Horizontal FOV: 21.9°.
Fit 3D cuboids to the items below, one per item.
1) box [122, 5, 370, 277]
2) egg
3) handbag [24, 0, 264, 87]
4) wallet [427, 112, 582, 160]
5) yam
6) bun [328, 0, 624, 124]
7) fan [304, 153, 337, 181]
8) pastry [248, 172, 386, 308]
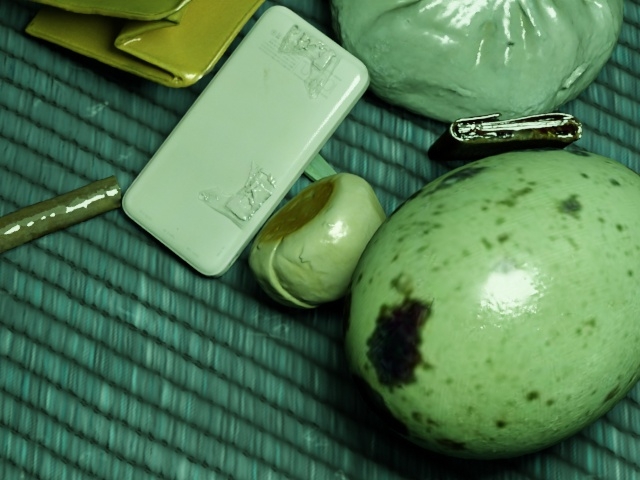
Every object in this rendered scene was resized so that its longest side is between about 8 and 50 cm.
[{"bbox_3d":[-0.081,-0.107,1.782,0.142,0.044,0.285,38,90,12],"label":"box"},{"bbox_3d":[0.194,0.054,1.634,0.287,0.287,0.379,42,61,15],"label":"egg"},{"bbox_3d":[-0.140,-0.358,1.871,0.283,0.133,0.401,20,60,33],"label":"handbag"},{"bbox_3d":[0.189,-0.107,1.741,0.133,0.243,0.039,-1,86,-1],"label":"wallet"},{"bbox_3d":[-0.368,-0.001,1.762,0.327,0.045,0.045,-20,101,-14],"label":"yam"},{"bbox_3d":[0.180,-0.297,1.854,0.354,0.194,0.354,1,66,-3],"label":"bun"},{"bbox_3d":[0.018,-0.057,1.827,0.038,0.016,0.193,-40,72,-17],"label":"fan"},{"bbox_3d":[0.000,0.000,1.732,0.156,0.156,0.092,-49,119,-22],"label":"pastry"}]
